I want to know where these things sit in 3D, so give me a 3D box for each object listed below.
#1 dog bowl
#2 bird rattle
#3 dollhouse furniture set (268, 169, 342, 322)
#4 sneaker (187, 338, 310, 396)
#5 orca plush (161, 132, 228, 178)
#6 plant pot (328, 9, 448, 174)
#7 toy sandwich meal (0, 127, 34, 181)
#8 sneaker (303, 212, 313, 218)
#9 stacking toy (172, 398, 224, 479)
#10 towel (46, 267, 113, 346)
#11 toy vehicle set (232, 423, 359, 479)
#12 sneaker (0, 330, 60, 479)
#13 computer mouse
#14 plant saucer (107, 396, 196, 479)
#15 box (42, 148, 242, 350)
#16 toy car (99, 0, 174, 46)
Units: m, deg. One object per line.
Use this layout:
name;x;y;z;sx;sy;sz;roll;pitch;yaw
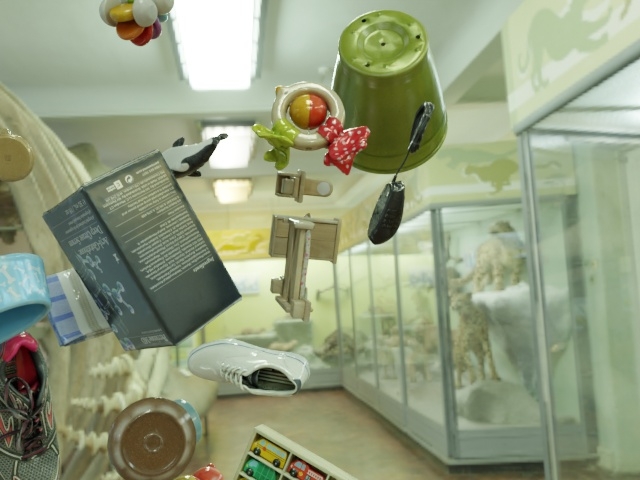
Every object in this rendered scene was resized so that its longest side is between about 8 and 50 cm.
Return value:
dog bowl;-0.523;0.123;0.949;0.297;0.074;0.166;-30;-12;-9
bird rattle;-0.019;-0.256;1.460;0.253;0.207;0.143;-3;-17;7
dollhouse furniture set;0.000;0.000;1.527;0.173;0.303;0.355;4;7;-15
sneaker;-0.152;0.257;1.341;0.258;0.094;0.091;2;13;11
orca plush;-0.394;-0.246;2.053;0.287;0.151;0.102;-29;-43;17
plant pot;0.183;-0.434;1.874;0.366;0.367;0.353;-4;-28;5
toy sandwich meal;-0.502;-0.136;1.075;0.085;0.086;0.029;-3;12;-9
sneaker;-0.027;-0.051;1.988;0.032;0.037;0.083;-32;27;16
stacking toy;-0.401;0.585;1.810;0.279;0.309;0.130;-17;1;37
towel;-0.576;0.147;1.755;0.285;0.209;0.034;-18;-21;-34
toy vehicle set;-0.043;0.497;1.301;0.266;0.166;0.035;24;6;20
sneaker;-0.490;0.287;1.085;0.112;0.299;0.120;-1;15;41
computer mouse;0.136;-0.102;1.067;0.041;0.242;0.071;20;13;-9
plant saucer;-0.379;0.457;1.508;0.198;0.199;0.036;-2;-7;-16
box;-0.420;0.036;1.561;0.212;0.396;0.293;-37;12;-37
toy car;-0.468;-0.584;1.743;0.159;0.136;0.182;9;43;26
